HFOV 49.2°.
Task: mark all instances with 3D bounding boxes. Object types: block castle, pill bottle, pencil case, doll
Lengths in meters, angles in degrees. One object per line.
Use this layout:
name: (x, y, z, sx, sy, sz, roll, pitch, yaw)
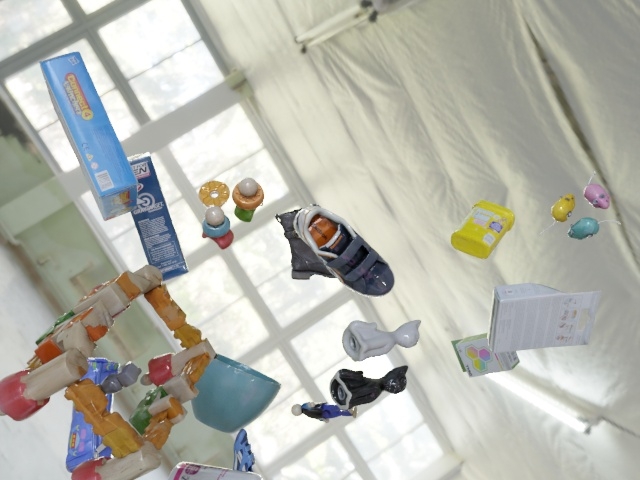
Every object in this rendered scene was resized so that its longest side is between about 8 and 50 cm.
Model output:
block castle: (-0.417, 0.269, 1.402, 0.303, 0.213, 0.453, 56, 19, -14)
pill bottle: (-0.231, 0.649, 1.731, 0.160, 0.283, 0.160, 5, 90, -78)
pencil case: (-0.594, 0.457, 1.835, 0.133, 0.119, 0.306, -33, -126, 51)
doll: (0.006, 0.483, 1.982, 0.129, 0.189, 0.046, 65, 26, -50)

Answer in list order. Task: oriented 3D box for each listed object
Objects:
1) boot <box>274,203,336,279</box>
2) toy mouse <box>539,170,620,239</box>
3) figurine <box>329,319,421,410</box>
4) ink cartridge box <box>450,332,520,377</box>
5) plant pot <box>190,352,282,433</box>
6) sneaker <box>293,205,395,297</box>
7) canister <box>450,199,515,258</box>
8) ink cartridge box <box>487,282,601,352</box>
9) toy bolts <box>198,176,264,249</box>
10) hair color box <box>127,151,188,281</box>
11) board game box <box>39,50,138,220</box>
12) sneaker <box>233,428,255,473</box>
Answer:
boot: (0.000, 0.000, 2.150, 0.091, 0.263, 0.229, -62, 145, -77)
toy mouse: (0.517, -0.059, 1.362, 0.031, 0.161, 0.143, 30, 3, -38)
figurine: (0.142, 0.282, 1.642, 0.092, 0.209, 0.215, 39, -57, 49)
ink cartridge box: (0.471, 0.338, 2.068, 0.209, 0.062, 0.109, -22, -89, 45)
plant pot: (-0.287, 0.475, 2.148, 0.290, 0.195, 0.290, 23, -8, 4)
sneaker: (0.065, 0.035, 1.803, 0.321, 0.126, 0.127, 38, -7, -4)
canister: (0.459, -0.031, 1.986, 0.126, 0.170, 0.073, 23, -43, 27)
ink cartridge box: (0.516, 0.177, 1.637, 0.066, 0.232, 0.189, -102, -176, -49)
toy bolts: (-0.305, -0.114, 2.154, 0.218, 0.228, 0.158, 25, -27, 10)
hair color box: (-0.480, -0.069, 1.995, 0.174, 0.105, 0.347, -146, -141, -71)
board game box: (-0.510, -0.219, 1.567, 0.308, 0.086, 0.302, 66, -17, 0)
sneaker: (-0.208, 0.594, 1.946, 0.053, 0.059, 0.144, -14, 105, -69)
